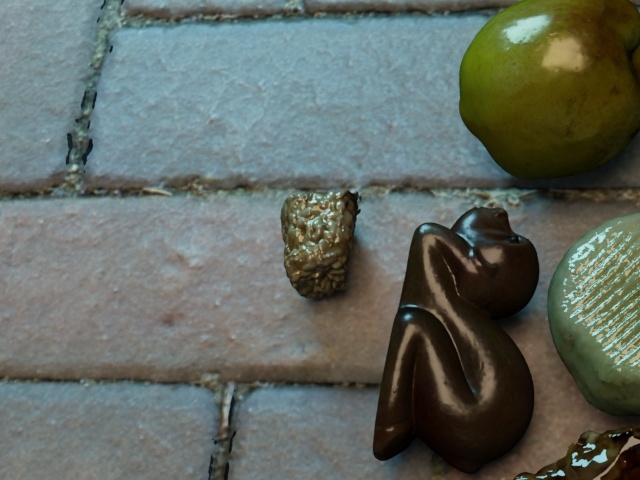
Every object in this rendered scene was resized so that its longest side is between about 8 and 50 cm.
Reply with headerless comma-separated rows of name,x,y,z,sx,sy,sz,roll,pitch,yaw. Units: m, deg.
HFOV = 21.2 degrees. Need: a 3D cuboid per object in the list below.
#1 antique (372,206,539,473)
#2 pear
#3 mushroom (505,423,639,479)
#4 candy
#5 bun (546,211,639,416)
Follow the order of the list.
antique,0.140,0.092,1.637,0.143,0.121,0.257,6,66,11
pear,0.237,-0.158,1.699,0.200,0.200,0.200,-7,62,12
mushroom,0.208,0.371,1.434,0.331,0.356,0.334,-26,90,10
candy,0.000,0.000,1.736,0.085,0.095,0.110,-4,67,9
bun,0.319,0.076,1.589,0.203,0.126,0.212,-25,52,3
